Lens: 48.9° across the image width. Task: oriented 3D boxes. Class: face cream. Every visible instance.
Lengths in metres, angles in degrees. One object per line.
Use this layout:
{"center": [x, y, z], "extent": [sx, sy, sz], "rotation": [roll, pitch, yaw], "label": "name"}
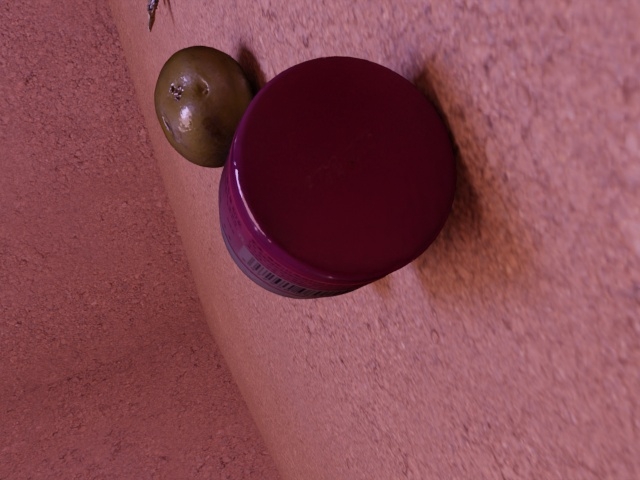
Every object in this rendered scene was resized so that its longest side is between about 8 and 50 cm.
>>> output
{"center": [0.001, -0.040, 0.605], "extent": [0.195, 0.175, 0.175], "rotation": [144, 106, -73], "label": "face cream"}

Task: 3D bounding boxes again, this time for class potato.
{"center": [-0.176, -0.195, 1.084], "extent": [0.251, 0.158, 0.175], "rotation": [146, 128, -83], "label": "potato"}

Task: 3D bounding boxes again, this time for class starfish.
{"center": [-0.352, -0.537, 1.454], "extent": [0.176, 0.053, 0.208], "rotation": [-111, 13, -47], "label": "starfish"}
